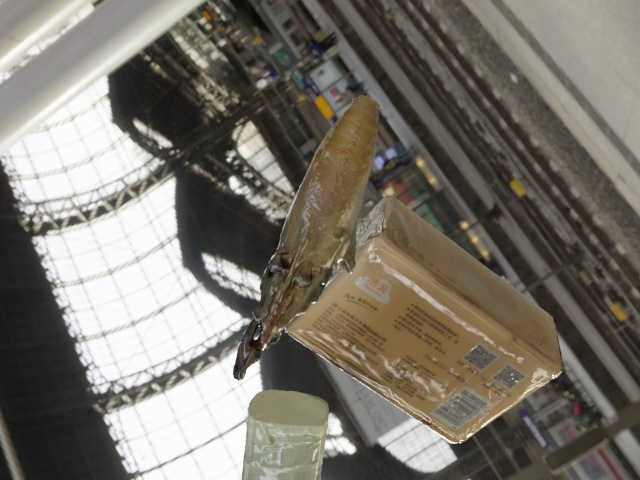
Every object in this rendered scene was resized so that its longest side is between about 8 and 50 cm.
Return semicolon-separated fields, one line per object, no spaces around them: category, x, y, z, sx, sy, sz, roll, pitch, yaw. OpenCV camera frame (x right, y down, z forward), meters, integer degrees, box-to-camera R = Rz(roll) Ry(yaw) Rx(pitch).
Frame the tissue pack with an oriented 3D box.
tissue pack;0.144;0.090;0.978;0.306;0.238;0.238;35;-167;-12

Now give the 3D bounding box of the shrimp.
shrimp;0.003;0.003;0.595;0.066;0.262;0.117;22;172;14

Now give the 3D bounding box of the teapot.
teapot;-0.024;0.247;0.646;0.077;0.107;0.200;-88;5;-80
